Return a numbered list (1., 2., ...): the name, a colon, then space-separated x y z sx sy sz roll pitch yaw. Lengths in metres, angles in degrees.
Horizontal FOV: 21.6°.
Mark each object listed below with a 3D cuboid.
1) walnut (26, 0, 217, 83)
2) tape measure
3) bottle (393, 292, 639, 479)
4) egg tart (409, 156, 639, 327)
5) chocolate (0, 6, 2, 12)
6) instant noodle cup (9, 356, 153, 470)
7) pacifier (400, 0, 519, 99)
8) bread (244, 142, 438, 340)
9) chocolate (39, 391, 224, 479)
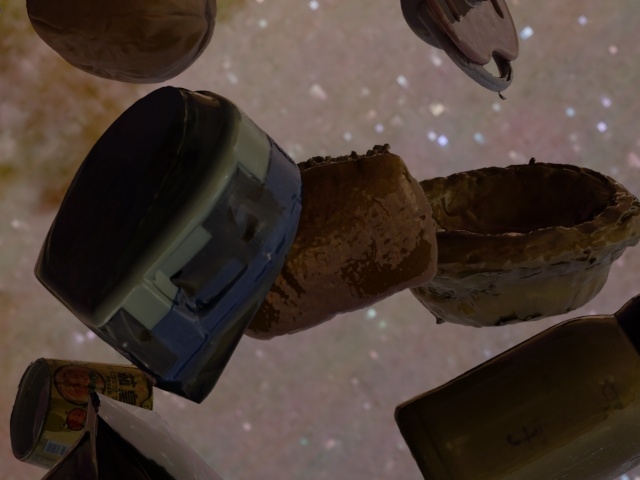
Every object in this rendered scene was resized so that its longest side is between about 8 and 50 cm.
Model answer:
1. walnut: -0.231 -0.278 1.971 0.225 0.193 0.193 15 -125 24
2. tape measure: -0.144 -0.012 1.566 0.262 0.138 0.259 -57 -150 -3
3. bottle: 0.264 0.165 1.690 0.351 0.171 0.171 -27 -156 2
4. egg tart: 0.239 0.009 2.176 0.388 0.169 0.388 -7 -165 2
5. chocolate: -0.568 -0.339 2.222 0.303 0.185 0.100 17 -104 33
6. instant noodle cup: -0.322 0.236 2.232 0.182 0.144 0.182 -41 -139 50
7. pacifier: 0.238 -0.383 2.548 0.332 0.220 0.273 -18 135 -65
8. bread: 0.000 0.000 1.814 0.245 0.174 0.121 -19 -169 -2
9. chocolate: -0.198 0.362 1.651 0.297 0.314 0.326 -41 165 -1
